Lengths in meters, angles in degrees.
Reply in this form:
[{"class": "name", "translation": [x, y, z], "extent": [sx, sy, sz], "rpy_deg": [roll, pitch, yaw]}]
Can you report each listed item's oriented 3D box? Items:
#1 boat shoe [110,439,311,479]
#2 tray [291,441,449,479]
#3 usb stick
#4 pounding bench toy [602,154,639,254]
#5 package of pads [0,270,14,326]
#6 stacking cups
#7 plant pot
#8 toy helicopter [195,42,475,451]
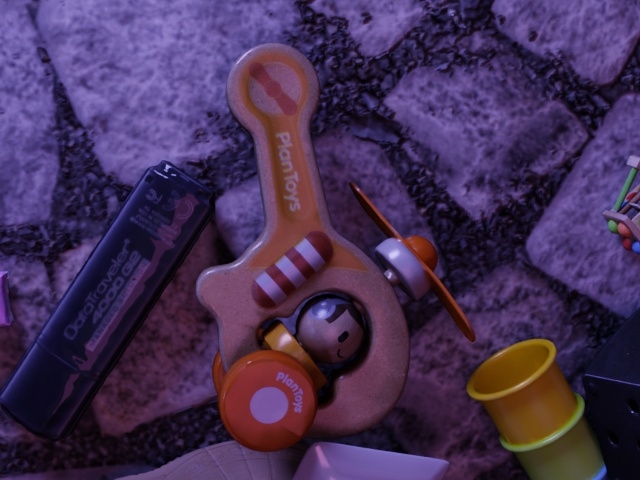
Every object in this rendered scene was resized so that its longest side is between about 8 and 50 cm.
[{"class": "boat shoe", "translation": [-0.120, 0.264, 0.941], "extent": [0.285, 0.103, 0.092], "rpy_deg": [-12, 124, -17]}, {"class": "tray", "translation": [0.006, 0.301, 0.931], "extent": [0.145, 0.030, 0.270], "rpy_deg": [14, 117, -24]}, {"class": "usb stick", "translation": [-0.195, 0.057, 0.923], "extent": [0.077, 0.045, 0.278], "rpy_deg": [34, 93, 3]}, {"class": "pounding bench toy", "translation": [0.305, -0.032, 0.973], "extent": [0.065, 0.052, 0.083], "rpy_deg": [-41, 101, 0]}, {"class": "package of pads", "translation": [-0.322, 0.056, 0.913], "extent": [0.083, 0.032, 0.050], "rpy_deg": [-5, 97, -7]}, {"class": "stacking cups", "translation": [0.254, 0.253, 0.988], "extent": [0.096, 0.096, 0.316], "rpy_deg": [-30, 102, -3]}, {"class": "plant pot", "translation": [0.352, 0.155, 0.913], "extent": [0.167, 0.188, 0.187], "rpy_deg": [-22, 101, -25]}, {"class": "toy helicopter", "translation": [0.000, 0.000, 0.899], "extent": [0.235, 0.140, 0.355], "rpy_deg": [-11, 96, -7]}]
